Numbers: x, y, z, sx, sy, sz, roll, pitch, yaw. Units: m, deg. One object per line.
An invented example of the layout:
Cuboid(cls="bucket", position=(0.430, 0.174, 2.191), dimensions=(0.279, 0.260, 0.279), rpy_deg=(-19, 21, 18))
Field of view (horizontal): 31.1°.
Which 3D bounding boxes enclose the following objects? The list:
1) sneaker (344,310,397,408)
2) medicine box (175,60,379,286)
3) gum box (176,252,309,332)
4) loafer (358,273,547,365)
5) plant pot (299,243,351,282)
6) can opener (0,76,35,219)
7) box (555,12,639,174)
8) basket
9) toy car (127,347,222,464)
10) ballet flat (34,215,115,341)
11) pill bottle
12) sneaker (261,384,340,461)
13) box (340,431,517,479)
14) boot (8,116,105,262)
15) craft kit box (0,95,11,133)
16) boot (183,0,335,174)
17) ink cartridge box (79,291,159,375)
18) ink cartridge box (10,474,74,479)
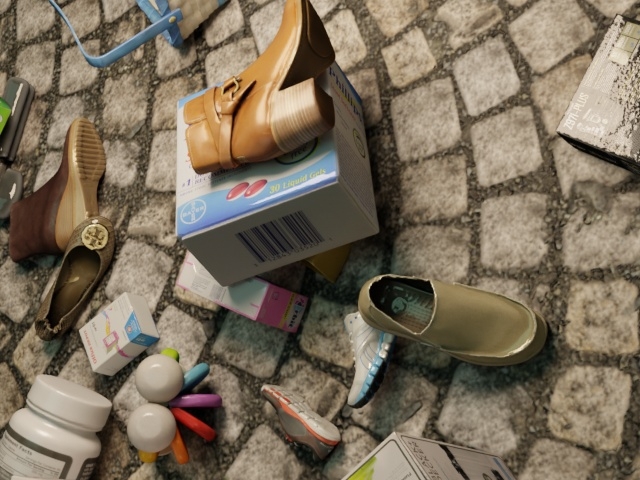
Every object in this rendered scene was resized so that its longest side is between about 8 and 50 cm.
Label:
Cuboid(cls="sneaker", position=(0.066, 0.148, 1.668), dimensions=(0.082, 0.071, 0.191), rpy_deg=(19, 79, 13))
Cuboid(cls="medicine box", position=(-0.071, -0.115, 1.737), dimensions=(0.263, 0.149, 0.289), rpy_deg=(-20, 50, 17))
Cuboid(cls="gum box", position=(-0.127, 0.078, 1.810), dimensions=(0.188, 0.107, 0.062), rpy_deg=(21, 88, 37))
Cuboid(cls="loafer", position=(0.173, 0.107, 1.570), dimensions=(0.268, 0.092, 0.102), rpy_deg=(9, 81, 16))
Cuboid(cls="plant pot", position=(0.000, 0.000, 1.765), dimensions=(0.081, 0.081, 0.083), rpy_deg=(32, 84, 37))
Cuboid(cls="can opener", position=(-0.607, -0.178, 2.254), dimensions=(0.093, 0.074, 0.281), rpy_deg=(11, 83, 2))
Cuboid(cls="box", position=(0.424, -0.187, 1.525), dimensions=(0.147, 0.077, 0.180), rpy_deg=(28, 93, 37))
Cuboid(cls="basket", position=(-0.321, -0.442, 2.020), dimensions=(0.289, 0.201, 0.255), rpy_deg=(-28, 56, -10))
Cuboid(cls="toy car", position=(-0.225, 0.263, 1.817), dimensions=(0.136, 0.159, 0.182), rpy_deg=(7, 78, 1))
Cuboid(cls="ballet flat", position=(-0.437, 0.071, 2.038), dimensions=(0.250, 0.084, 0.058), rpy_deg=(-59, 11, 10))
Cuboid(cls="pill bottle", position=(-0.464, 0.379, 1.921), dimensions=(0.161, 0.161, 0.283), rpy_deg=(22, 89, 37))
Cuboid(cls="sneaker", position=(-0.042, 0.274, 1.725), dimensions=(0.158, 0.061, 0.065), rpy_deg=(36, 104, 37))
Cuboid(cls="box", position=(0.129, 0.337, 1.442), dimensions=(0.169, 0.290, 0.087), rpy_deg=(-45, 56, 16))
Cuboid(cls="boot", position=(-0.500, -0.092, 2.128), dimensions=(0.206, 0.090, 0.249), rpy_deg=(-13, 73, 29))
Cuboid(cls="craft kit box", position=(-0.708, -0.194, 2.270), dimensions=(0.250, 0.061, 0.247), rpy_deg=(42, 110, 54))
Cuboid(cls="boot", position=(-0.091, -0.227, 1.673), dimensions=(0.220, 0.109, 0.284), rpy_deg=(-19, 57, 22))
Cuboid(cls="ink cartridge box", position=(-0.346, 0.161, 1.971), dimensions=(0.122, 0.052, 0.089), rpy_deg=(-39, 58, 21))
Cuboid(cls="ink cartridge box", position=(-0.300, 0.440, 1.750), dimensions=(0.306, 0.226, 0.131), rpy_deg=(0, 76, 34))
